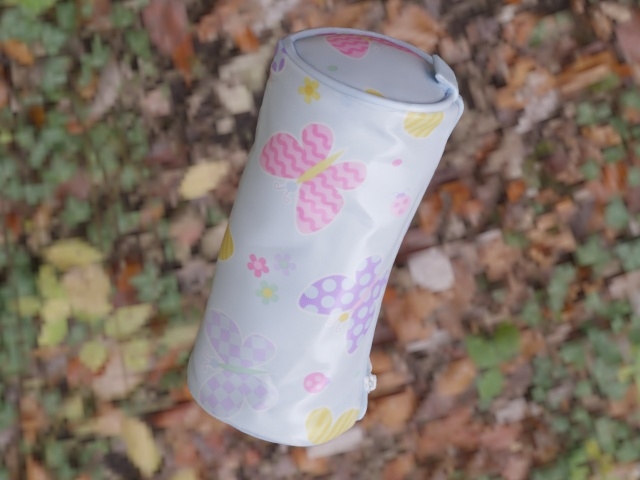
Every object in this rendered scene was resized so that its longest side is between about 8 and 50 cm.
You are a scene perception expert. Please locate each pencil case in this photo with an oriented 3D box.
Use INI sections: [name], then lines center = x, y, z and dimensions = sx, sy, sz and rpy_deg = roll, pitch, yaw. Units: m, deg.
[pencil case]
center = 0.000, 0.000, 1.210
dimensions = 0.124, 0.113, 0.273
rpy_deg = 19, 117, 6
